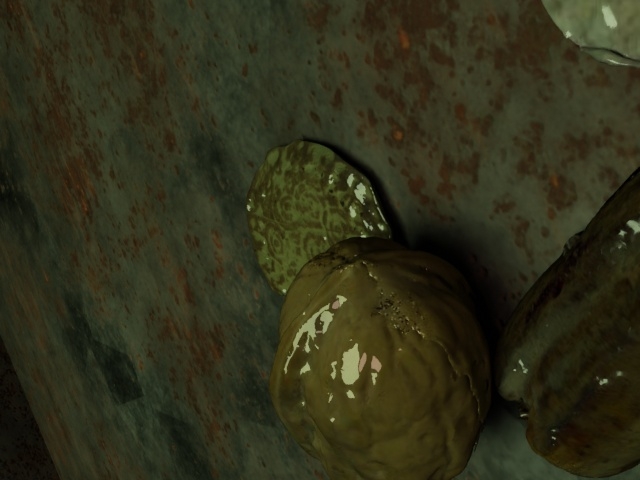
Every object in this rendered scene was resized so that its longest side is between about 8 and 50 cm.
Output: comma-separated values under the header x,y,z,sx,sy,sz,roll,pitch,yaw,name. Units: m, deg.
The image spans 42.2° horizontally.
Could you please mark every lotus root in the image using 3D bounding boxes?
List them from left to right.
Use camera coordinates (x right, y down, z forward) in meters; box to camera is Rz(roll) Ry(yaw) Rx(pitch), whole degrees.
x,y,z,sx,sy,sz,roll,pitch,yaw,name
0.218,0.063,0.587,0.167,0.078,0.329,46,139,24,lotus root

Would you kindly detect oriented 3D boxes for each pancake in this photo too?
x,y,z,sx,sy,sz,roll,pitch,yaw,name
0.000,0.000,0.868,0.235,0.029,0.211,41,134,30,pancake

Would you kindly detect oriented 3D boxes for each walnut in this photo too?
x,y,z,sx,sy,sz,roll,pitch,yaw,name
0.053,0.109,0.721,0.198,0.198,0.244,29,143,41,walnut

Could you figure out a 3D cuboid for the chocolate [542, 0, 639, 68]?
x,y,z,sx,sy,sz,roll,pitch,yaw,name
0.235,-0.184,0.410,0.303,0.100,0.185,16,135,50,chocolate
